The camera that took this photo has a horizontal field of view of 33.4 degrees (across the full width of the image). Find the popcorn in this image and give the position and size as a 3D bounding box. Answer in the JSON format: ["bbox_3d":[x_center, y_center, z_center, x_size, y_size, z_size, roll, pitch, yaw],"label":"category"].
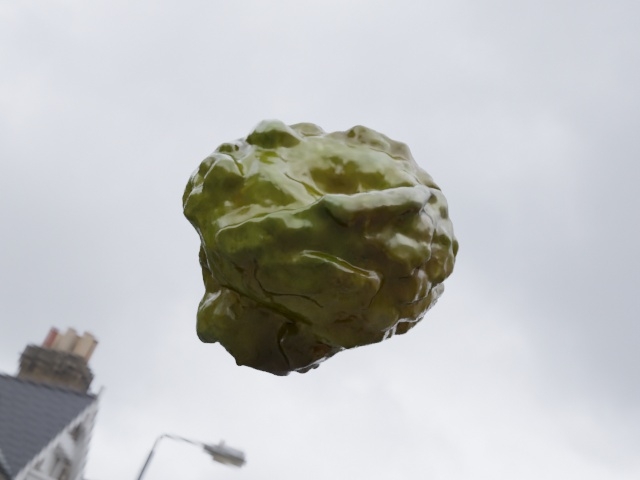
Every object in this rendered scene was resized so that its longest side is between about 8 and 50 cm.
[{"bbox_3d":[-0.001,0.002,0.762,0.197,0.198,0.156,12,-51,15],"label":"popcorn"}]
